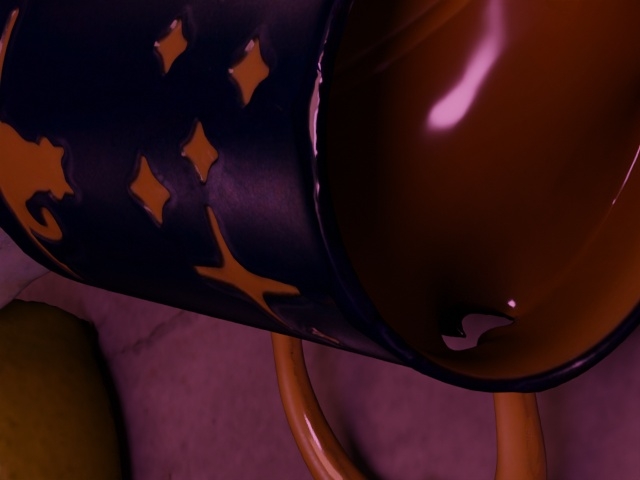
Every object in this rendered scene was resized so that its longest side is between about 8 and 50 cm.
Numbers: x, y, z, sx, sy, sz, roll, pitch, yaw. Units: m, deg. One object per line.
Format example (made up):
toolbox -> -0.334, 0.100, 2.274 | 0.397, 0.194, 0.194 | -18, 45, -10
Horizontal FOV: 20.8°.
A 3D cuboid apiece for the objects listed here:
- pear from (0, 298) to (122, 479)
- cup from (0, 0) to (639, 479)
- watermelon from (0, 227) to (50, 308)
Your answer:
pear -> -0.290, 0.185, 0.835 | 0.342, 0.318, 0.239 | -49, 46, 35
cup -> -0.016, -0.008, 0.650 | 0.256, 0.178, 0.255 | 7, 88, 51
watermelon -> -0.154, -0.109, 0.796 | 0.176, 0.256, 0.260 | 120, 137, -55
